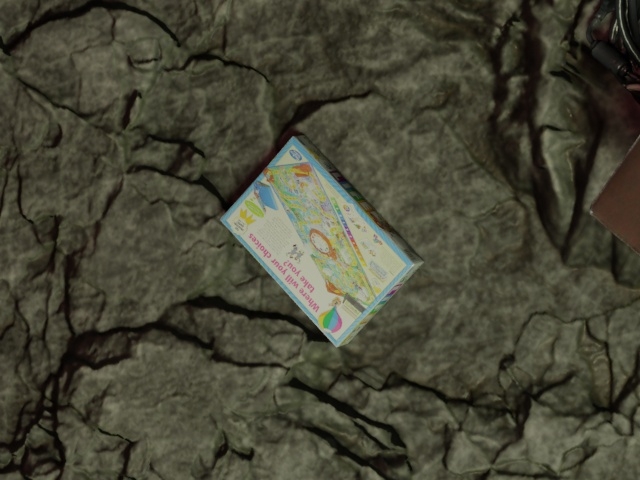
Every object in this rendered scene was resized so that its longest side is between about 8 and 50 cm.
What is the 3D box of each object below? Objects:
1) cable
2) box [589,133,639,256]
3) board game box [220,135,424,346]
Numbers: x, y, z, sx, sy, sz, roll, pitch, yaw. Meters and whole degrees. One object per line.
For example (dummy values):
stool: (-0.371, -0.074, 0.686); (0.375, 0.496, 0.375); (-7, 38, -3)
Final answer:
cable: (0.289, -0.174, 1.527); (0.184, 0.047, 0.150); (-48, 63, 34)
box: (0.396, 0.046, 1.403); (0.381, 0.191, 0.143); (41, 108, 30)
board game box: (0.000, 0.000, 1.706); (0.154, 0.026, 0.103); (47, 110, 13)
